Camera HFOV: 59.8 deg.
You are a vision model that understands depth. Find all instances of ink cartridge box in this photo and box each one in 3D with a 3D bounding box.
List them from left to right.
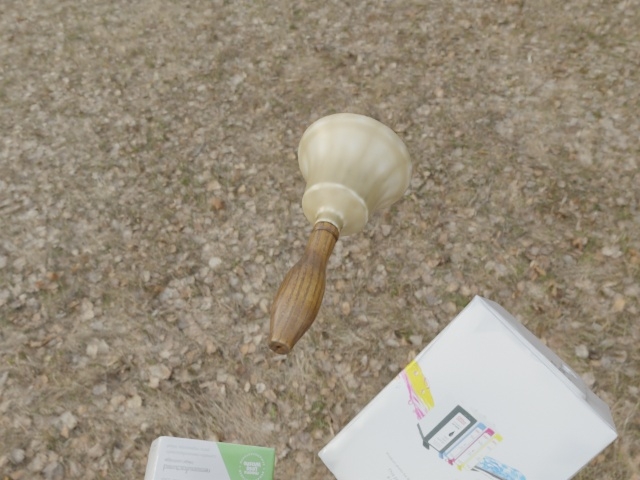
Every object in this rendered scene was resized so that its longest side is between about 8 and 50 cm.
[{"bbox_3d":[-0.201,0.516,0.904,0.207,0.119,0.353,13,64,-19],"label":"ink cartridge box"},{"bbox_3d":[0.156,0.198,0.585,0.232,0.171,0.168,-48,67,11],"label":"ink cartridge box"}]

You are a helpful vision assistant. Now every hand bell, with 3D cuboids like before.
[{"bbox_3d":[0.000,0.000,0.513,0.126,0.126,0.242,11,46,14],"label":"hand bell"}]
